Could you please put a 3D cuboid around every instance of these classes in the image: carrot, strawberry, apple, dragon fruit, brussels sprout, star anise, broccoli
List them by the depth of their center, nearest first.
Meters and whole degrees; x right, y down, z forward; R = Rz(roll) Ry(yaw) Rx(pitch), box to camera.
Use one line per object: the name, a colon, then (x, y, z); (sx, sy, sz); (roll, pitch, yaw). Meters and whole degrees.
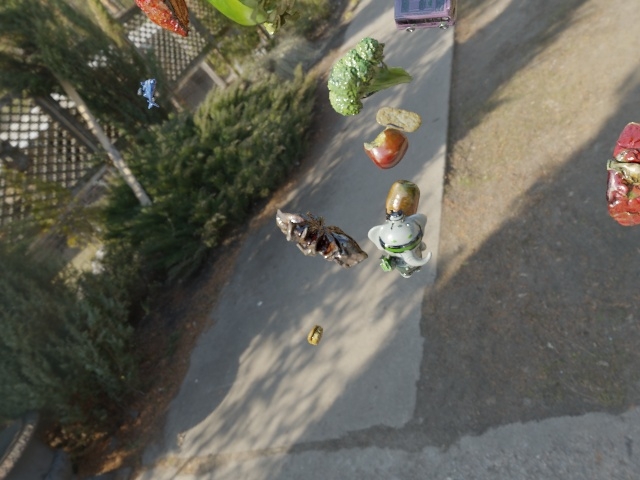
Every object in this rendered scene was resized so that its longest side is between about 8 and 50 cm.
strawberry: (-0.344, -0.524, 1.036); (0.085, 0.192, 0.140); (-12, 68, 13)
brussels sprout: (-0.173, -0.708, 1.269); (0.276, 0.315, 0.371); (-52, -6, 33)
star anise: (-0.005, -0.004, 1.282); (0.220, 0.214, 0.099); (42, 108, 49)
carrot: (0.207, -0.061, 1.302); (0.087, 0.193, 0.087); (5, 27, -3)
dragon fruit: (0.925, -0.166, 1.414); (0.205, 0.317, 0.152); (-23, 19, -31)
broccoli: (0.154, -0.617, 1.811); (0.302, 0.254, 0.186); (-40, 56, -9)
apple: (0.263, -0.359, 1.931); (0.158, 0.147, 0.156); (-36, -9, 5)

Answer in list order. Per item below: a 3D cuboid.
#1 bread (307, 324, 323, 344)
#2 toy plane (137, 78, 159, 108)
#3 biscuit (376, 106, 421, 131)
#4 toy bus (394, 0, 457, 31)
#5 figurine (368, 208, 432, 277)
bread: (-0.019, 0.375, 1.983); (0.046, 0.083, 0.081); (25, 91, 17)
toy plane: (-0.520, -0.451, 1.526); (0.062, 0.054, 0.167); (-46, 43, 25)
biscuit: (0.248, -0.384, 1.582); (0.147, 0.018, 0.071); (17, 73, 14)
toy bus: (0.310, -0.677, 1.473); (0.178, 0.098, 0.087); (4, 89, 18)
figurine: (0.195, 0.006, 1.178); (0.147, 0.192, 0.126); (-24, 36, 0)
